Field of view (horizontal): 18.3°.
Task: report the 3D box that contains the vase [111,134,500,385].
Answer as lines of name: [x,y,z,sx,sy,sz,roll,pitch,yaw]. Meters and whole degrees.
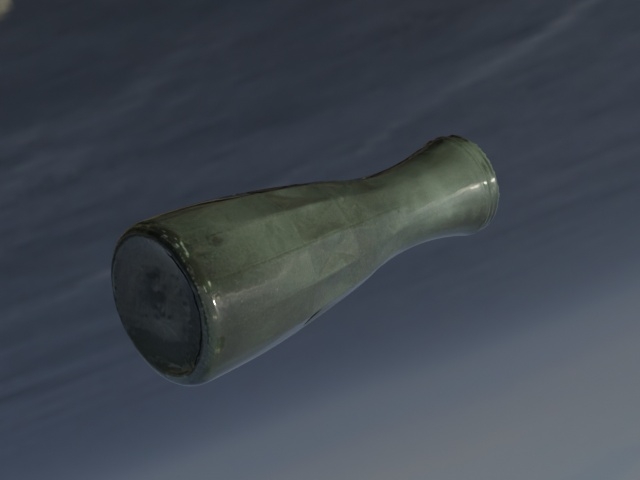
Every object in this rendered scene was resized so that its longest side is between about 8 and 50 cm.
vase: [0.000,0.000,1.031,0.214,0.086,0.086,-23,176,-36]
